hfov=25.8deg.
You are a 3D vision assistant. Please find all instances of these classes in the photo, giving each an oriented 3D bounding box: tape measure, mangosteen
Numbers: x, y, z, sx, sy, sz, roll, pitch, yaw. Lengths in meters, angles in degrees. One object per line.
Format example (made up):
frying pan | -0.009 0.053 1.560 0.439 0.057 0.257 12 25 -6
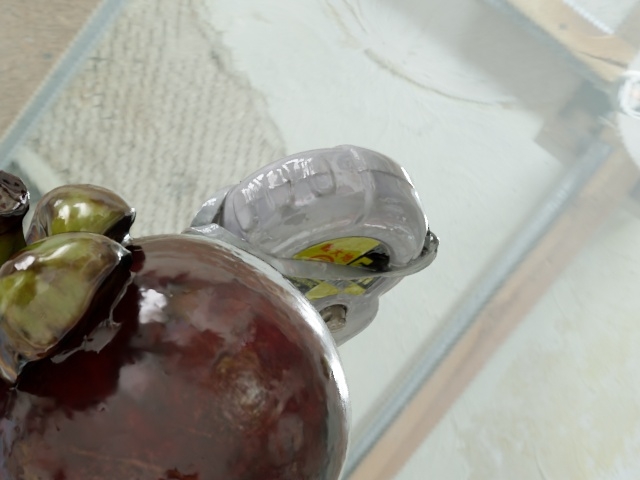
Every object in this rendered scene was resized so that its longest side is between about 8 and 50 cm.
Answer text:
tape measure | 0.000 0.000 1.246 0.197 0.236 0.120 -33 -125 23
mangosteen | -0.104 0.073 0.709 0.215 0.215 0.257 -28 -59 6
